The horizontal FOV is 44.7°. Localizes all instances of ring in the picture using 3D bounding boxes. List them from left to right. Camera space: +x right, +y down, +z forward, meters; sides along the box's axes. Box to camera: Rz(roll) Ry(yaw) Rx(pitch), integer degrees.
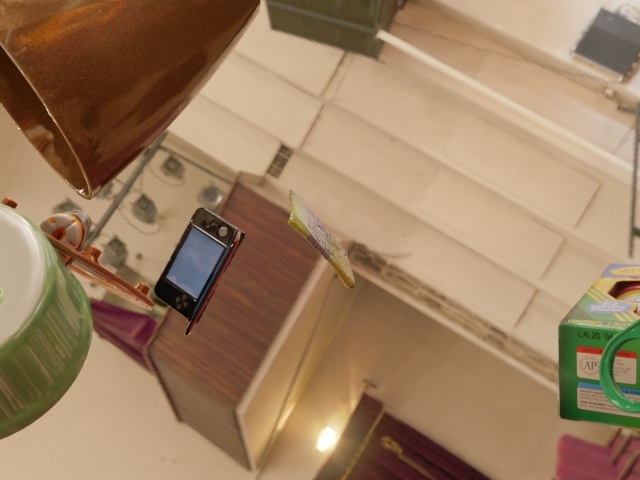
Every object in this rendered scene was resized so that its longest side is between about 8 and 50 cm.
[{"bbox_3d":[-0.404,0.013,1.227,0.032,0.337,0.336,-60,-15,-14],"label":"ring"}]

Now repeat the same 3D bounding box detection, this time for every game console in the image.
[{"bbox_3d":[-0.168,0.036,1.032,0.144,0.124,0.085,-61,-24,5],"label":"game console"}]

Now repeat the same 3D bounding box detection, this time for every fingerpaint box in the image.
[{"bbox_3d":[0.628,0.158,1.177,0.371,0.445,0.163,-22,-69,-55],"label":"fingerpaint box"}]

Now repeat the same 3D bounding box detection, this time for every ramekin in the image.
[{"bbox_3d":[-0.455,0.092,0.979,0.303,0.303,0.148,-50,-21,-29],"label":"ramekin"}]

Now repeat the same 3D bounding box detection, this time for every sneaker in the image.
[{"bbox_3d":[-0.422,0.033,1.194,0.215,0.084,0.083,-41,8,20],"label":"sneaker"}]

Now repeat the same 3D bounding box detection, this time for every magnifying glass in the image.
[{"bbox_3d":[0.391,0.093,0.881,0.026,0.092,0.231,8,-67,-33],"label":"magnifying glass"}]

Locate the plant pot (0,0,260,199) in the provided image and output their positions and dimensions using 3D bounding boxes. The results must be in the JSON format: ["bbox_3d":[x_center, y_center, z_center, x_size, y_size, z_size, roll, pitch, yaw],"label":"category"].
[{"bbox_3d":[-0.191,-0.206,0.760,0.254,0.237,0.237,-38,-23,-20],"label":"plant pot"}]

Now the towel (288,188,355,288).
[{"bbox_3d":[0.000,0.000,0.639,0.009,0.083,0.060,-35,26,14],"label":"towel"}]
